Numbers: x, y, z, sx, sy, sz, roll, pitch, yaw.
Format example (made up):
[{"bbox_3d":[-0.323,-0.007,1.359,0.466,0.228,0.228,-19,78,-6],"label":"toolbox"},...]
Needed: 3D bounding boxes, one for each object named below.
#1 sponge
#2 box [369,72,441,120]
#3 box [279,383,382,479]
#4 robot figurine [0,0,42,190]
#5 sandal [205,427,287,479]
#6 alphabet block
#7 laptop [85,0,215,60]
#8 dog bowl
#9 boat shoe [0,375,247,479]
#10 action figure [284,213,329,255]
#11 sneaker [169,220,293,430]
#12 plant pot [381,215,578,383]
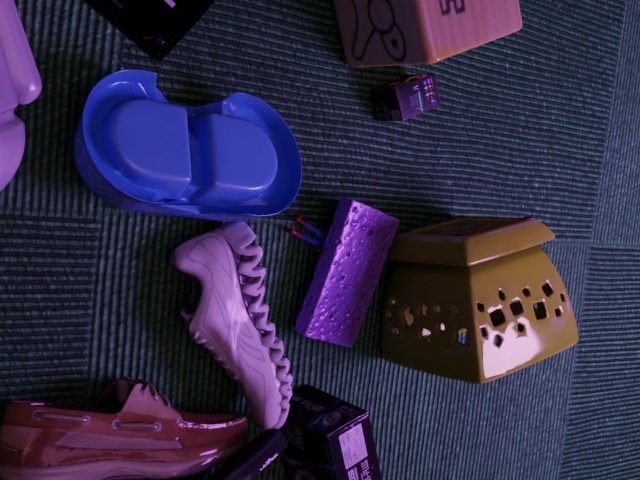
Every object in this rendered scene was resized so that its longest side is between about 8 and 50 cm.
[{"bbox_3d":[0.040,0.049,1.254,0.117,0.031,0.210,19,92,-48],"label":"sponge"},{"bbox_3d":[0.129,-0.216,1.278,0.083,0.062,0.052,-27,112,-31],"label":"box"},{"bbox_3d":[0.012,0.319,1.230,0.078,0.147,0.180,-24,112,-32],"label":"box"},{"bbox_3d":[-0.403,-0.165,0.802,0.300,0.200,0.353,-29,115,-46],"label":"robot figurine"},{"bbox_3d":[-0.190,0.425,1.082,0.107,0.167,0.446,45,77,-1],"label":"sandal"},{"bbox_3d":[0.139,-0.363,1.183,0.193,0.192,0.197,-26,113,-29],"label":"alphabet block"},{"bbox_3d":[-0.205,-0.403,1.028,0.264,0.136,0.234,-46,125,9],"label":"laptop"},{"bbox_3d":[-0.163,-0.105,1.043,0.297,0.074,0.165,6,70,-38],"label":"dog bowl"},{"bbox_3d":[-0.235,0.231,1.049,0.324,0.123,0.119,1,86,-39],"label":"boat shoe"},{"bbox_3d":[0.000,0.000,1.242,0.115,0.030,0.038,31,76,-39],"label":"action figure"},{"bbox_3d":[-0.119,0.123,1.134,0.118,0.110,0.292,-19,101,-25],"label":"sneaker"},{"bbox_3d":[0.234,0.076,1.313,0.228,0.227,0.207,-14,100,-34],"label":"plant pot"}]
